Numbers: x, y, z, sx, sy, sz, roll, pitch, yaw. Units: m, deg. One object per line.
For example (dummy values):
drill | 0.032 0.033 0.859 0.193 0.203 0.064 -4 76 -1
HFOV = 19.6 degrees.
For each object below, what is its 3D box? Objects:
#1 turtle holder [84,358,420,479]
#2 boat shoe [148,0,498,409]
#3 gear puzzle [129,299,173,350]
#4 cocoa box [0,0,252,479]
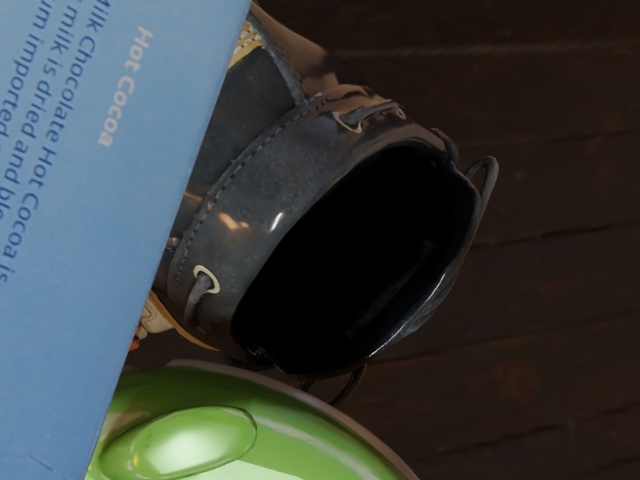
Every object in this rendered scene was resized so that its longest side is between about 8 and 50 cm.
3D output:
turtle holder | -0.087 0.168 0.846 0.320 0.227 0.243 9 96 -5
boat shoe | 0.000 0.000 0.999 0.187 0.156 0.500 -51 160 0
gear puzzle | -0.158 0.049 1.486 0.175 0.339 0.044 56 18 -51
cocoa box | -0.169 -0.083 0.496 0.228 0.231 0.347 26 77 -36
